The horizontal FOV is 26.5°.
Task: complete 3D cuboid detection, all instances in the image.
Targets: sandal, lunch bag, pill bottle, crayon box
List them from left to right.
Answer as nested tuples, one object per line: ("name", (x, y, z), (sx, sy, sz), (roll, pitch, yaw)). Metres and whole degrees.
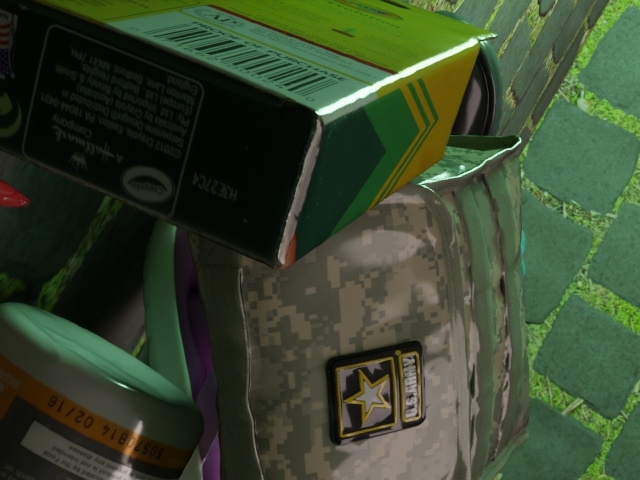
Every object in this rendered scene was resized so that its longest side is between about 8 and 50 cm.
("pill bottle", (-0.207, 0.193, 0.870), (0.278, 0.162, 0.162), (-59, 169, -1))
("sandal", (-0.053, 0.145, 1.007), (0.169, 0.102, 0.416), (58, 21, -55))
("crayon box", (-0.039, -0.094, 0.744), (0.318, 0.202, 0.081), (-34, 143, -63))
("lunch bag", (0.025, 0.065, 0.873), (0.287, 0.169, 0.235), (-27, 116, -59))

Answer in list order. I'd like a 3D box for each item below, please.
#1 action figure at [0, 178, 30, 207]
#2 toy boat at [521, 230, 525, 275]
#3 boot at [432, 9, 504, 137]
("action figure", (-0.233, 0.089, 0.671), (0.280, 0.091, 0.139), (-58, 160, -6))
("toy boat", (0.139, 0.088, 1.491), (0.267, 0.148, 0.318), (-53, 177, 10))
("boot", (0.000, 0.002, 1.374), (0.445, 0.146, 0.367), (-41, 157, -45))
